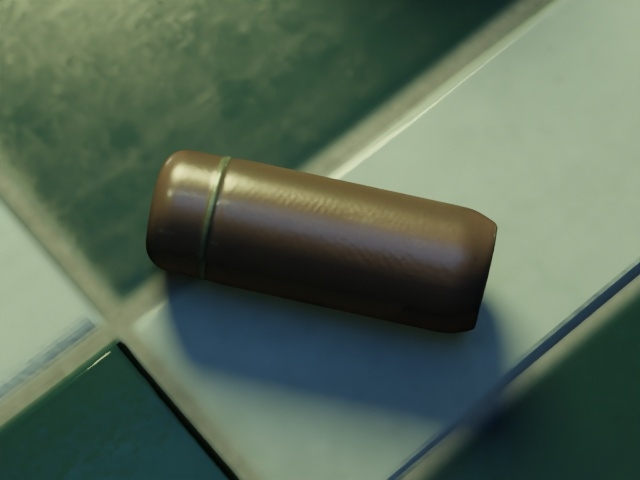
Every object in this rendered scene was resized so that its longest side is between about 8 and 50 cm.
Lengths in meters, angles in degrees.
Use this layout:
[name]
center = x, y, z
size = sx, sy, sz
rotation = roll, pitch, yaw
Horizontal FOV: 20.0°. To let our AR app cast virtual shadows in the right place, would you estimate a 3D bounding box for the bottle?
[bottle]
center = 0.000, 0.000, 0.748
size = 0.140, 0.053, 0.053
rotation = 13, 66, 1
